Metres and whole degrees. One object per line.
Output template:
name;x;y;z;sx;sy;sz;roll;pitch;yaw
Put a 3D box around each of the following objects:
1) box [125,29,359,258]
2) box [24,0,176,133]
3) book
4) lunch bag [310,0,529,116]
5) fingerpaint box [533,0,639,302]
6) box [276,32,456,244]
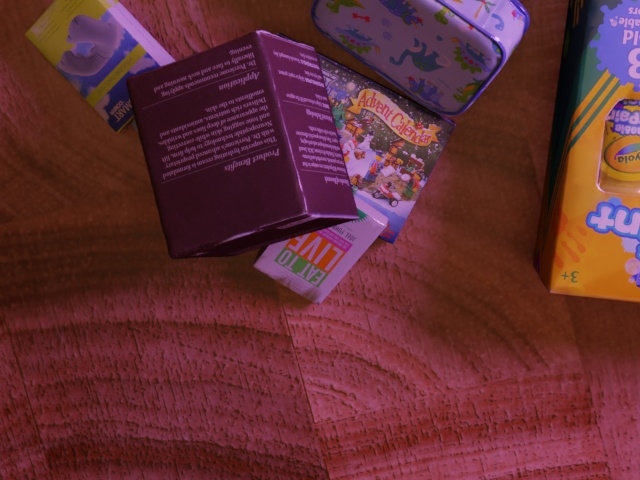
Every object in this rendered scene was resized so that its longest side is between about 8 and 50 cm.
box;-0.082;-0.099;1.521;0.168;0.167;0.203;-16;85;20
box;-0.243;-0.210;1.620;0.178;0.042;0.109;46;119;-5
book;0.000;0.000;1.637;0.096;0.035;0.144;33;123;-8
lunch bag;0.105;-0.247;1.556;0.219;0.176;0.090;35;56;-1
fingerpaint box;0.487;-0.107;1.560;0.444;0.163;0.371;7;99;1
box;0.018;-0.119;1.637;0.233;0.044;0.159;27;100;-2
